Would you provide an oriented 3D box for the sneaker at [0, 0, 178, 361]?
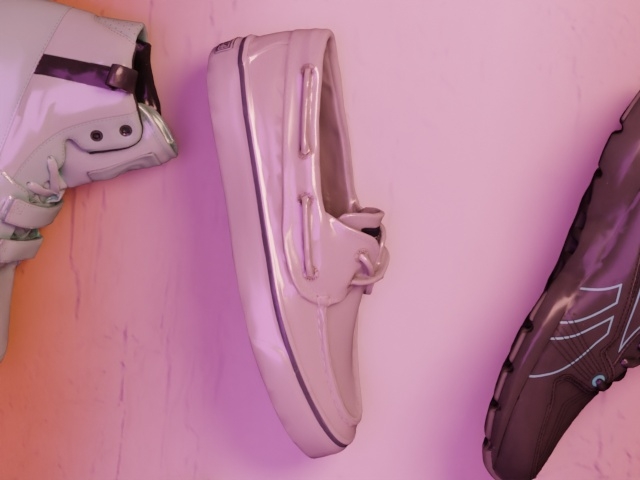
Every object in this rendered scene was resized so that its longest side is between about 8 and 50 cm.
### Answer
[{"bbox_3d":[-0.172,-0.025,1.242,0.151,0.094,0.256,7,100,8],"label":"sneaker"}]

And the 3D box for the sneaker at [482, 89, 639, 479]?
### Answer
[{"bbox_3d":[0.182,0.039,1.174,0.106,0.101,0.267,26,103,5],"label":"sneaker"}]

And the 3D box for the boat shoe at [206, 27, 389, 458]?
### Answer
[{"bbox_3d":[0.000,0.000,1.213,0.088,0.096,0.267,-11,87,18],"label":"boat shoe"}]
